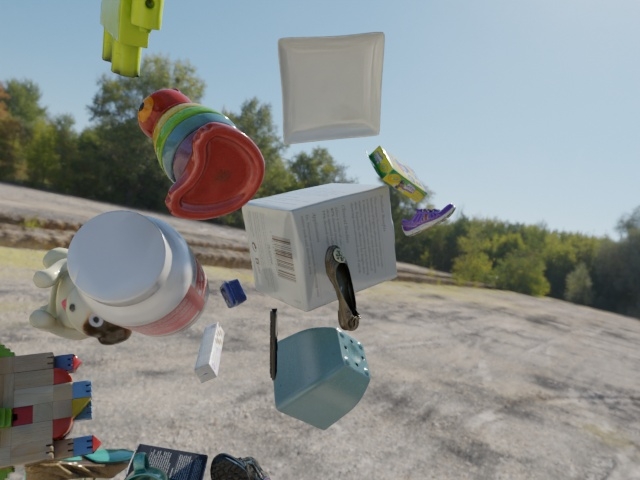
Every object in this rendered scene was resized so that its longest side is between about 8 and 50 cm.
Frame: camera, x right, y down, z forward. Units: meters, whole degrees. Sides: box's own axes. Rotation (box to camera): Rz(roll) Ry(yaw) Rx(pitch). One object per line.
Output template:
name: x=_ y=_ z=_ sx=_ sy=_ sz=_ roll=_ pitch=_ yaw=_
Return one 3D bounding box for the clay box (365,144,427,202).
clay box: x=0.244 y=-0.220 z=1.583 sx=0.222 sy=0.053 sz=0.127 roll=26 pitch=32 yaw=-41

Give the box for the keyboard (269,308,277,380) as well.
keyboard: x=-0.128 y=0.277 z=1.327 sx=0.023 sy=0.180 sz=0.108 roll=1 pitch=0 yaw=-2

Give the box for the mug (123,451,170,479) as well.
mug: x=-0.423 y=0.610 z=1.196 sx=0.130 sy=0.157 sz=0.097 roll=26 pitch=-12 yaw=-4

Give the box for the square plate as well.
square plate: x=0.036 y=-0.502 z=1.622 sx=0.344 sy=0.347 sz=0.049 roll=-7 pitch=34 yaw=-9

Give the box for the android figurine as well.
android figurine: x=-0.287 y=-0.396 z=0.737 sx=0.056 sy=0.272 sz=0.248 roll=0 pitch=28 yaw=-34

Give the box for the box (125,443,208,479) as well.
box: x=-0.438 y=0.685 z=1.391 sx=0.207 sy=0.153 sz=0.108 roll=11 pitch=27 yaw=-5

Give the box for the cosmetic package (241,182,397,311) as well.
cosmetic package: x=0.000 y=0.000 z=1.655 sx=0.394 sy=0.329 sz=0.327 roll=-16 pitch=16 yaw=-33

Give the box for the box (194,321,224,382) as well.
box: x=-0.427 y=0.425 z=1.899 sx=0.067 sy=0.063 sz=0.324 roll=-24 pitch=19 yaw=1

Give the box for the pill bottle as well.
pill bottle: x=-0.379 y=0.081 z=1.061 sx=0.229 sy=0.229 sz=0.407 roll=13 pitch=-16 yaw=-2

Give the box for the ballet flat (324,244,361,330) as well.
ballet flat: x=0.069 y=0.133 z=1.389 sx=0.084 sy=0.249 sz=0.058 roll=-5 pitch=-8 yaw=-42

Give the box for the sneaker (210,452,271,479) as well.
sneaker: x=-0.247 y=0.720 z=1.515 sx=0.283 sy=0.107 sz=0.124 roll=57 pitch=5 yaw=-30

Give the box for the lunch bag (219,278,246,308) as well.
lunch bag: x=-0.312 y=0.184 z=1.714 sx=0.065 sy=0.098 sz=0.067 roll=-20 pitch=-14 yaw=-36

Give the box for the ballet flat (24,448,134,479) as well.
ballet flat: x=-0.732 y=0.709 z=1.494 sx=0.116 sy=0.124 sz=0.342 roll=6 pitch=-13 yaw=37

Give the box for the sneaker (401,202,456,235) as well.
sneaker: x=0.318 y=-0.073 z=1.455 sx=0.170 sy=0.071 sz=0.068 roll=-25 pitch=-8 yaw=19

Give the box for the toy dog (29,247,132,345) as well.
toy dog: x=-0.709 y=0.202 z=1.555 sx=0.395 sy=0.284 sz=0.408 roll=20 pitch=-10 yaw=-32

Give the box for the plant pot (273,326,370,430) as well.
plant pot: x=0.017 y=0.426 z=1.602 sx=0.247 sy=0.252 sz=0.247 roll=39 pitch=26 yaw=-36

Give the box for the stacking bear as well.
stacking bear: x=-0.242 y=-0.185 z=0.903 sx=0.164 sy=0.175 sz=0.289 roll=8 pitch=30 yaw=-49

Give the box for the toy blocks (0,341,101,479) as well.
toy blocks: x=-0.764 y=0.466 z=1.377 sx=0.261 sy=0.381 sz=0.190 roll=-2 pitch=-26 yaw=-24
